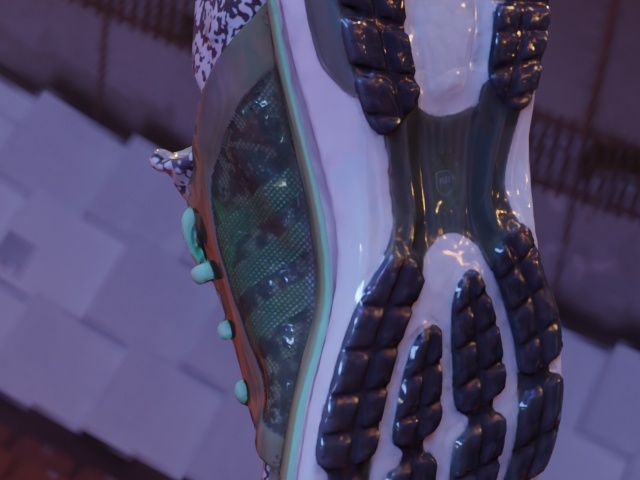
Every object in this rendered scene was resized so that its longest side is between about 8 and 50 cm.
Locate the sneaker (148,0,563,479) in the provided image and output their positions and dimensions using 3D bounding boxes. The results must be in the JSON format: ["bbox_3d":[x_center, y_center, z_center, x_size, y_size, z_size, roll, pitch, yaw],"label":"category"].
[{"bbox_3d":[0.000,0.000,0.831,0.158,0.410,0.182,-3,9,-41],"label":"sneaker"}]
